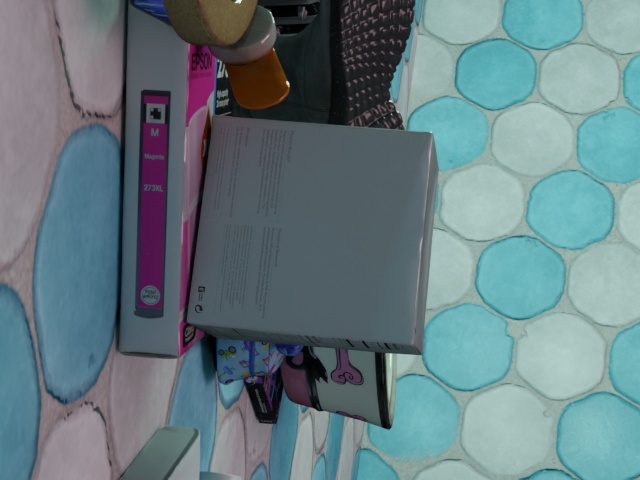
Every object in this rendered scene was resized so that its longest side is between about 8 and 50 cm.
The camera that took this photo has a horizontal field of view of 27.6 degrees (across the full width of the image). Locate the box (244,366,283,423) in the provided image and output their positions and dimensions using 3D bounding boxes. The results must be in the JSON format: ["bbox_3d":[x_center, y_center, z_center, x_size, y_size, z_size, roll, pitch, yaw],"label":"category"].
[{"bbox_3d":[-0.072,0.166,1.770,0.162,0.029,0.116,82,16,-59],"label":"box"}]

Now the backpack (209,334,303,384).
[{"bbox_3d":[-0.066,0.082,1.502,0.158,0.117,0.173,-67,162,-60],"label":"backpack"}]

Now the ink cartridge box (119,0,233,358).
[{"bbox_3d":[-0.130,-0.089,1.202,0.176,0.069,0.371,-43,134,-77],"label":"ink cartridge box"}]

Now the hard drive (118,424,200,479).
[{"bbox_3d":[-0.166,0.386,1.250,0.233,0.047,0.353,-54,147,-73],"label":"hard drive"}]

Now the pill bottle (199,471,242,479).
[{"bbox_3d":[-0.119,0.319,1.440,0.067,0.067,0.120,64,32,-72],"label":"pill bottle"}]

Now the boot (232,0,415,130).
[{"bbox_3d":[-0.025,-0.196,1.343,0.118,0.223,0.338,-26,129,-43],"label":"boot"}]

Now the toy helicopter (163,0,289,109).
[{"bbox_3d":[-0.061,-0.260,1.135,0.355,0.140,0.235,-59,144,-62],"label":"toy helicopter"}]

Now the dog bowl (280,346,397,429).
[{"bbox_3d":[0.028,0.063,1.854,0.408,0.150,0.408,0,90,-85],"label":"dog bowl"}]

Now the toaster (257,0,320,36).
[{"bbox_3d":[-0.032,-0.335,1.513,0.168,0.110,0.185,41,54,-80],"label":"toaster"}]

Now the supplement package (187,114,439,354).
[{"bbox_3d":[0.000,0.000,1.212,0.149,0.203,0.194,51,45,-78],"label":"supplement package"}]
